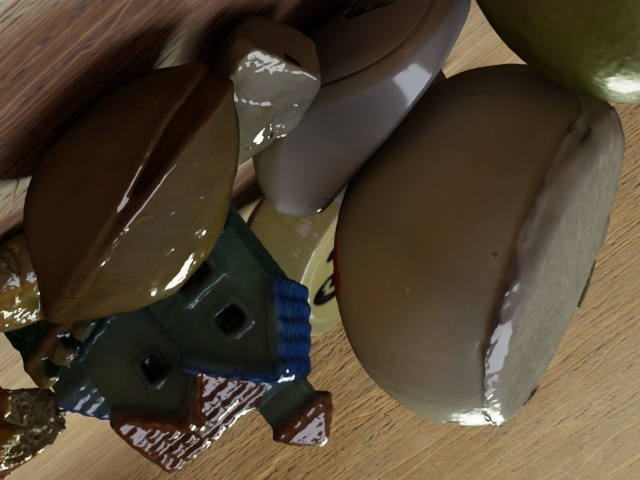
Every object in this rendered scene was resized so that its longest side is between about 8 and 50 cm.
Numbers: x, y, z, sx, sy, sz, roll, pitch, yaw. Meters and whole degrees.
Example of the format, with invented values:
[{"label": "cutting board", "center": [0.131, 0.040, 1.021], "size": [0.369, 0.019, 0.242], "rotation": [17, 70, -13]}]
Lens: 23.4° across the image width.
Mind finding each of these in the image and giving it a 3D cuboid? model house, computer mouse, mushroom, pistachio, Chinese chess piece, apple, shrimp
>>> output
[{"label": "model house", "center": [-0.140, 0.125, 1.668], "size": [0.295, 0.329, 0.252], "rotation": [-38, 176, 1]}, {"label": "computer mouse", "center": [0.023, -0.151, 1.459], "size": [0.297, 0.121, 0.184], "rotation": [-51, -173, 48]}, {"label": "mushroom", "center": [-0.068, -0.122, 1.369], "size": [0.108, 0.096, 0.247], "rotation": [-60, -171, -31]}, {"label": "pistachio", "center": [-0.154, -0.037, 1.262], "size": [0.260, 0.163, 0.213], "rotation": [-53, -166, 58]}, {"label": "Chinese chess piece", "center": [0.000, 0.000, 2.003], "size": [0.257, 0.104, 0.257], "rotation": [-44, 152, -31]}, {"label": "apple", "center": [0.271, -0.255, 1.413], "size": [0.295, 0.258, 0.233], "rotation": [-29, 170, -39]}, {"label": "shrimp", "center": [-0.228, 0.014, 1.500], "size": [0.267, 0.061, 0.145], "rotation": [-34, 155, -20]}]

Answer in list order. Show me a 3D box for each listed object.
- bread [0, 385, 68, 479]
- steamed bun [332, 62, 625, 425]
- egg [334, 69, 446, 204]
[{"label": "bread", "center": [-0.399, 0.236, 1.741], "size": [0.185, 0.109, 0.380], "rotation": [-7, 166, -30]}, {"label": "steamed bun", "center": [0.144, -0.005, 1.557], "size": [0.374, 0.241, 0.374], "rotation": [18, 90, -72]}, {"label": "egg", "center": [0.064, -0.124, 1.715], "size": [0.199, 0.146, 0.146], "rotation": [-50, 168, 20]}]
